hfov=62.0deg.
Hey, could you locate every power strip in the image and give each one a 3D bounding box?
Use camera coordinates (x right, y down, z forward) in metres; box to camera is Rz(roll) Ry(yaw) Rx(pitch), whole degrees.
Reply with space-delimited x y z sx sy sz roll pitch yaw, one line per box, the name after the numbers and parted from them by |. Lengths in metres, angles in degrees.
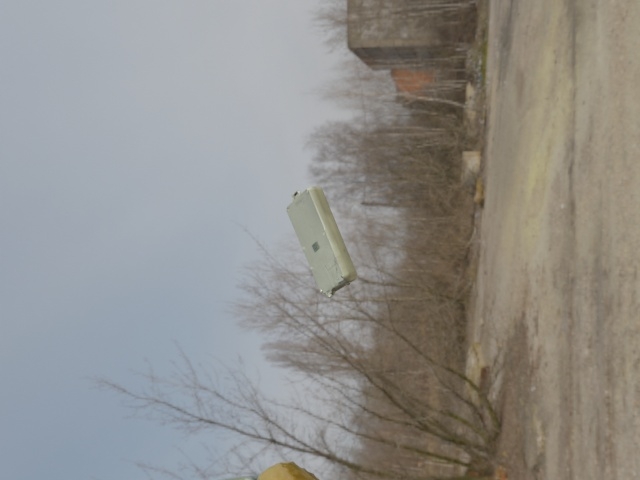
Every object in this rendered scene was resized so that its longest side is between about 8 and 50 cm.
0.000 0.000 0.912 0.035 0.081 0.192 -10 -109 -41 | power strip

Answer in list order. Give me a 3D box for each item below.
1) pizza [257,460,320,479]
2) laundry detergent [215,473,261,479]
0.048 0.358 0.446 0.365 0.074 0.182 56 147 19 | pizza
-0.160 0.498 1.041 0.225 0.099 0.070 10 -100 -35 | laundry detergent
